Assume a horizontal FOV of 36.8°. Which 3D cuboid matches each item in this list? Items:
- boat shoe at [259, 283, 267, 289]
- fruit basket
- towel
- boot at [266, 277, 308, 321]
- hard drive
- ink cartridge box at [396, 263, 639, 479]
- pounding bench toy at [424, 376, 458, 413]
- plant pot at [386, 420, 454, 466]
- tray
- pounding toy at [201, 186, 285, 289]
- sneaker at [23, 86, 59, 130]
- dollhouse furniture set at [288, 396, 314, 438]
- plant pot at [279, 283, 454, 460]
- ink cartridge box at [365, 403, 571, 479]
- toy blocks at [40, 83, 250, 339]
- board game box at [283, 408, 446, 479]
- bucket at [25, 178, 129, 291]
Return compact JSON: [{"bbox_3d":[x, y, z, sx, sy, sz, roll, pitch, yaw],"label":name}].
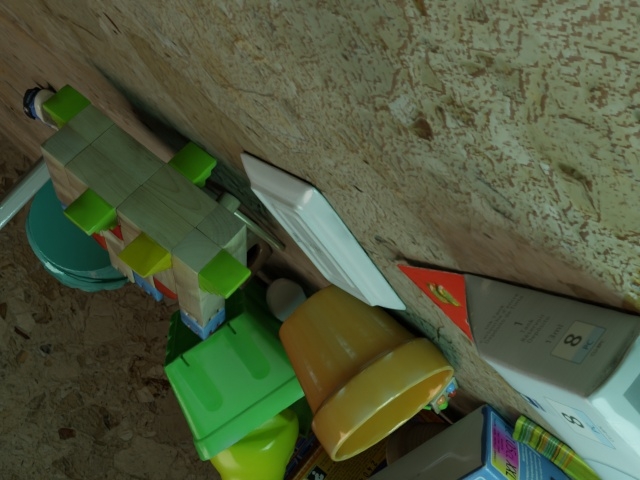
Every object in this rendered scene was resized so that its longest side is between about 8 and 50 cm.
[{"bbox_3d":[-0.123,0.149,1.955,0.258,0.109,0.089,39,-177,15],"label":"boat shoe"},{"bbox_3d":[-0.118,0.279,1.722,0.392,0.283,0.392,55,-178,-3],"label":"fruit basket"},{"bbox_3d":[0.362,0.319,1.294,0.237,0.021,0.102,35,168,22],"label":"towel"},{"bbox_3d":[-0.066,0.100,1.673,0.086,0.069,0.190,37,172,32],"label":"boot"},{"bbox_3d":[-0.634,-0.110,2.060,0.040,0.307,0.203,46,167,-17],"label":"hard drive"},{"bbox_3d":[0.239,0.167,0.937,0.308,0.091,0.385,45,166,-22],"label":"ink cartridge box"},{"bbox_3d":[0.158,0.230,1.434,0.065,0.083,0.052,34,167,28],"label":"pounding bench toy"},{"bbox_3d":[0.234,0.394,1.641,0.237,0.110,0.237,36,-153,-22],"label":"plant pot"},{"bbox_3d":[0.000,0.000,1.199,0.145,0.030,0.270,30,165,43],"label":"tray"},{"bbox_3d":[-0.148,-0.001,1.494,0.181,0.094,0.206,35,168,20],"label":"pounding toy"},{"bbox_3d":[-0.527,-0.256,1.798,0.084,0.058,0.152,30,174,7],"label":"sneaker"},{"bbox_3d":[-0.133,0.264,1.994,0.301,0.151,0.197,21,-175,2],"label":"dollhouse furniture set"},{"bbox_3d":[0.047,0.166,1.325,0.188,0.205,0.205,53,173,21],"label":"plant pot"},{"bbox_3d":[0.284,0.468,1.447,0.395,0.270,0.151,42,-150,-15],"label":"ink cartridge box"},{"bbox_3d":[-0.245,-0.015,1.384,0.381,0.191,0.261,38,157,13],"label":"toy blocks"},{"bbox_3d":[0.114,0.508,1.934,0.356,0.356,0.356,40,168,0],"label":"board game box"},{"bbox_3d":[-0.516,-0.028,2.146,0.281,0.281,0.183,39,165,3],"label":"bucket"}]
